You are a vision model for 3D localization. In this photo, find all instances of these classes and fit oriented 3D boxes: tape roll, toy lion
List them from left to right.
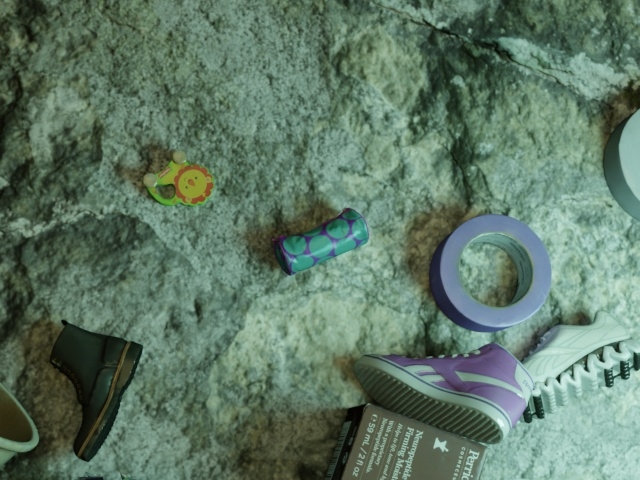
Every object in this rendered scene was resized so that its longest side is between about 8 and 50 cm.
[{"bbox_3d":[-0.229,-0.092,1.866,0.100,0.034,0.096,-40,94,-14],"label":"toy lion"},{"bbox_3d":[0.280,0.056,1.884,0.189,0.080,0.189,1,78,-7],"label":"tape roll"},{"bbox_3d":[0.608,-0.134,1.976,0.219,0.072,0.219,2,77,-8],"label":"tape roll"}]

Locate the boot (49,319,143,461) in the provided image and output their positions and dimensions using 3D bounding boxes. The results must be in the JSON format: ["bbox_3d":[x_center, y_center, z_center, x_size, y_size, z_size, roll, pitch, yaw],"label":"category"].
[{"bbox_3d":[-0.375,0.231,1.762,0.137,0.077,0.197,21,63,1],"label":"boot"}]

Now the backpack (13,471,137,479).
[{"bbox_3d":[-0.280,0.477,1.644,0.356,0.273,0.290,11,57,-19],"label":"backpack"}]

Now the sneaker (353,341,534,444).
[{"bbox_3d":[0.202,0.216,1.807,0.282,0.102,0.161,18,48,29],"label":"sneaker"}]

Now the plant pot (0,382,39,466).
[{"bbox_3d":[-0.626,0.298,1.601,0.334,0.334,0.305,40,87,1],"label":"plant pot"}]

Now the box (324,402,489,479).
[{"bbox_3d":[0.122,0.363,1.752,0.203,0.167,0.168,20,76,-4],"label":"box"}]

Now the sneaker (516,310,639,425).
[{"bbox_3d":[0.379,0.211,1.866,0.292,0.110,0.118,-22,57,-6],"label":"sneaker"}]

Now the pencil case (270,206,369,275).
[{"bbox_3d":[0.000,0.000,1.861,0.152,0.064,0.070,-24,99,-13],"label":"pencil case"}]
